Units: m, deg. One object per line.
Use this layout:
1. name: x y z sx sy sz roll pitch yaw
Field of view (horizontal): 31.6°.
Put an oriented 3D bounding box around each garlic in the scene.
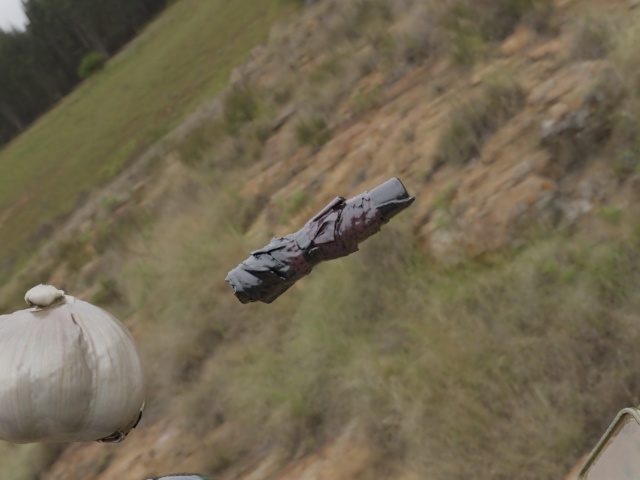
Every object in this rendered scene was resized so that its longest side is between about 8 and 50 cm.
1. garlic: -0.424 0.208 1.736 0.322 0.322 0.241 -24 55 40

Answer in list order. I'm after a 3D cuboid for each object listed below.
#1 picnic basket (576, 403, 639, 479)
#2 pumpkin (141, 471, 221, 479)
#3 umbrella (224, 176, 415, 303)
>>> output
1. picnic basket: 0.456 0.333 1.397 0.139 0.266 0.165 -1 -49 -29
2. pumpkin: -0.121 0.407 1.247 0.296 0.296 0.296 -32 11 7
3. umbrella: 0.000 0.000 1.782 0.326 0.090 0.094 -32 -10 8
